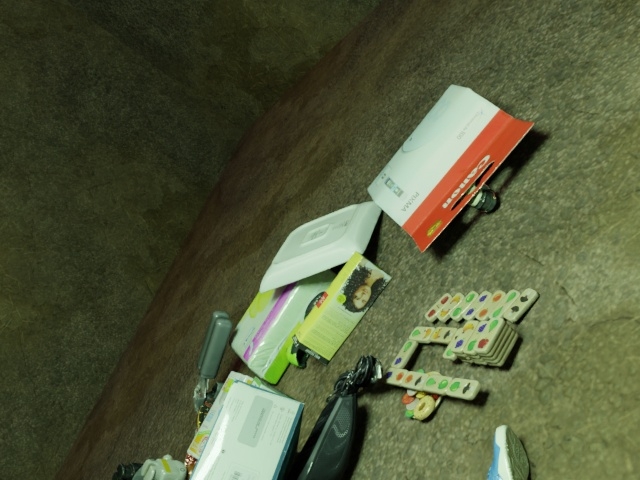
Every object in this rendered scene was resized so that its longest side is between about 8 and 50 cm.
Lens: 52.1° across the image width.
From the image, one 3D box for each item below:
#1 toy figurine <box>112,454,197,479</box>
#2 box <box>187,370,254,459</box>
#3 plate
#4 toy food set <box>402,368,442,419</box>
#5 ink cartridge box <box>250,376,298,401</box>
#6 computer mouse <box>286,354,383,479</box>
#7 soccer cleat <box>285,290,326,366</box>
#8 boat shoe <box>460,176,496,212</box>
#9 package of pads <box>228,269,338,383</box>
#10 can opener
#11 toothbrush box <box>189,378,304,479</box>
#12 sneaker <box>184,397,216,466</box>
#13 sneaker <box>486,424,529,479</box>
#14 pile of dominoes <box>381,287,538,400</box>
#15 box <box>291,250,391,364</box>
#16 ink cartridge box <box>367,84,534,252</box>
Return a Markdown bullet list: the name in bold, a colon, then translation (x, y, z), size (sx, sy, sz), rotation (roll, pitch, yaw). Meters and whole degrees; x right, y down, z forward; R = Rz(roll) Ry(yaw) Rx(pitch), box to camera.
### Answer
- **toy figurine**: translation (-0.342, 0.567, 1.384), size (0.213, 0.148, 0.209), rotation (-28, 52, 40)
- **box**: translation (-0.188, 0.405, 1.440), size (0.203, 0.103, 0.114), rotation (-61, 20, -17)
- **plate**: translation (0.000, 0.000, 1.549), size (0.278, 0.045, 0.277), rotation (-21, 19, 25)
- **toy food set**: translation (0.161, 0.242, 1.026), size (0.083, 0.020, 0.083), rotation (-61, 20, -15)
- **ink cartridge box**: translation (-0.139, 0.398, 1.333), size (0.209, 0.109, 0.062), rotation (-58, 19, -7)
- **computer mouse**: translation (0.028, 0.333, 1.104), size (0.272, 0.072, 0.188), rotation (-58, 2, -28)
- **soccer cleat**: translation (-0.015, 0.200, 1.459), size (0.072, 0.060, 0.178), rotation (20, 82, 60)
- **boat shoe**: translation (0.294, -0.085, 1.225), size (0.133, 0.042, 0.048), rotation (-91, 26, -72)
- **package of pads**: translation (-0.097, 0.178, 1.604), size (0.296, 0.101, 0.229), rotation (-57, 20, -6)
- **can opener**: translation (-0.261, 0.317, 1.659), size (0.076, 0.095, 0.283), rotation (51, 125, 59)
- **toothbrush box**: translation (-0.125, 0.395, 1.093), size (0.295, 0.126, 0.216), rotation (100, -169, -57)
- **sneaker**: translation (-0.263, 0.491, 1.537), size (0.092, 0.088, 0.225), rotation (106, 176, -50)
- **sneaker**: translation (0.203, 0.298, 0.779), size (0.085, 0.058, 0.152), rotation (-32, 35, 31)
- **pile of dominoes**: translation (0.202, 0.145, 1.021), size (0.196, 0.040, 0.251), rotation (-54, 18, -21)
- **box**: translation (0.042, 0.141, 1.368), size (0.232, 0.087, 0.058), rotation (-54, 19, 4)
- **ink cartridge box**: translation (0.240, -0.161, 1.330), size (0.308, 0.091, 0.385), rotation (-50, 11, 11)
